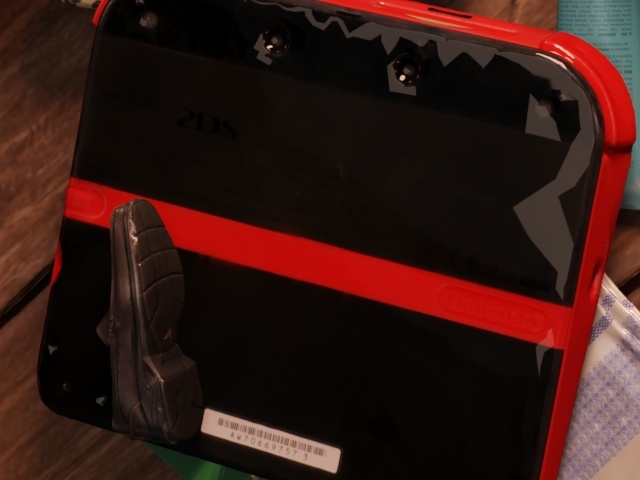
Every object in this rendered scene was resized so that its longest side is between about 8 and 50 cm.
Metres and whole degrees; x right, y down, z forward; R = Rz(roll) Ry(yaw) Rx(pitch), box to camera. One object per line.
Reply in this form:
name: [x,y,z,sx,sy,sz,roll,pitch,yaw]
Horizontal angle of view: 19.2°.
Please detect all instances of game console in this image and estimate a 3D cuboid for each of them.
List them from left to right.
game console: [0.000,0.000,1.284,0.386,0.060,0.342,15,103,20]

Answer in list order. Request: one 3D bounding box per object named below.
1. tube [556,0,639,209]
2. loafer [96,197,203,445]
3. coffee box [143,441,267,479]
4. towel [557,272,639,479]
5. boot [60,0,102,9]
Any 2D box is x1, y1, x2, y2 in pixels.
tube: [0.186,-0.124,1.254,0.080,0.052,0.207,4,99,30]
loafer: [-0.127,0.057,1.280,0.061,0.062,0.170,-4,95,27]
coffee box: [-0.065,0.127,1.357,0.184,0.040,0.113,42,105,15]
towel: [0.145,0.113,1.279,0.285,0.034,0.209,48,111,16]
boot: [-0.090,-0.249,1.338,0.236,0.085,0.178,4,129,-12]
